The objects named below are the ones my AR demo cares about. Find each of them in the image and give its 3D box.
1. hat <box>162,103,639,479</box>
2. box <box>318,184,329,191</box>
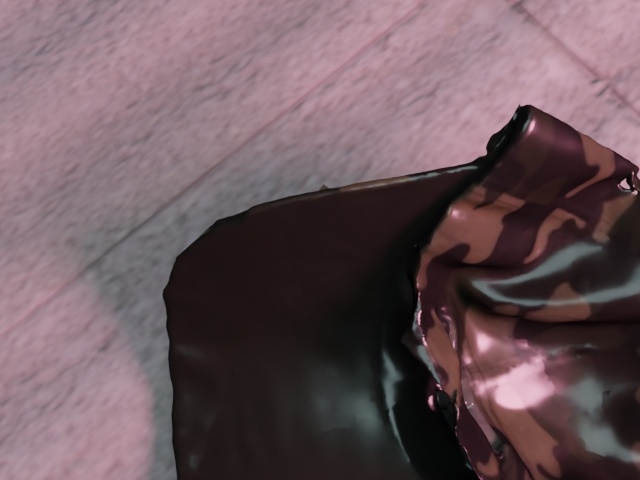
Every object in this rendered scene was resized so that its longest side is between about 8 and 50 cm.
[{"bbox_3d":[0.087,0.101,0.628,0.382,0.257,0.366,-4,87,34],"label":"hat"},{"bbox_3d":[0.000,0.000,0.700,0.053,0.024,0.083,33,73,9],"label":"box"}]
